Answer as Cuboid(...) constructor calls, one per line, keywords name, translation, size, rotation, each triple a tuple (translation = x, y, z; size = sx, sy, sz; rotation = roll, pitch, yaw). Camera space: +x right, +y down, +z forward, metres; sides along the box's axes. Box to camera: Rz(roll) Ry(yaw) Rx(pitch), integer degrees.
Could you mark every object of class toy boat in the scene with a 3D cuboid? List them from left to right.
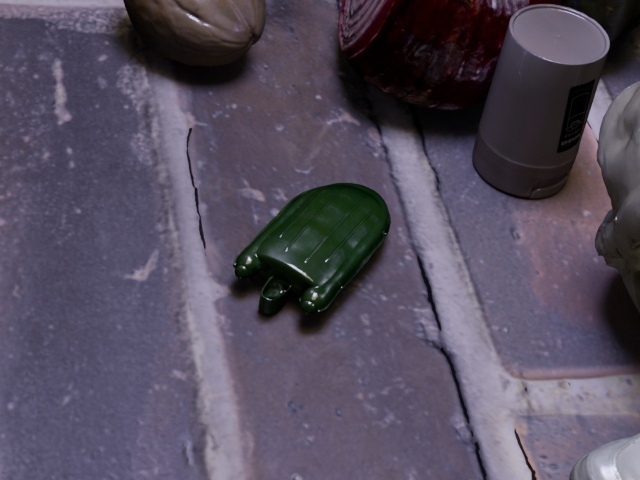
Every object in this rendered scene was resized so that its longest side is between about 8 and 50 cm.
Cuboid(name="toy boat", translation=(0.000, 0.000, 1.611), size=(0.104, 0.052, 0.210), rotation=(25, 42, 16))

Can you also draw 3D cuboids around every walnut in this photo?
Cuboid(name="walnut", translation=(-0.137, -0.262, 1.799), size=(0.162, 0.140, 0.140), rotation=(32, 44, 33))

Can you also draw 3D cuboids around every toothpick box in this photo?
Cuboid(name="toothpick box", translation=(0.230, -0.145, 1.733), size=(0.111, 0.180, 0.111), rotation=(6, 42, -6))

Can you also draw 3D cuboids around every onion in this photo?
Cuboid(name="onion", translation=(0.145, -0.242, 1.805), size=(0.206, 0.216, 0.207), rotation=(20, 51, -16))

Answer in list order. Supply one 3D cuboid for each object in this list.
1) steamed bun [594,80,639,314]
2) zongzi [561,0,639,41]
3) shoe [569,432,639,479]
Cuboid(name="steamed bun", translation=(0.419, 0.003, 1.536), size=(0.339, 0.352, 0.247), rotation=(9, 64, 16))
Cuboid(name="zongzi", translation=(0.271, -0.418, 2.058), size=(0.432, 0.207, 0.403), rotation=(20, 49, 29))
Cuboid(name="shoe", translation=(0.384, 0.180, 1.439), size=(0.316, 0.159, 0.124), rotation=(-2, 45, -21))
